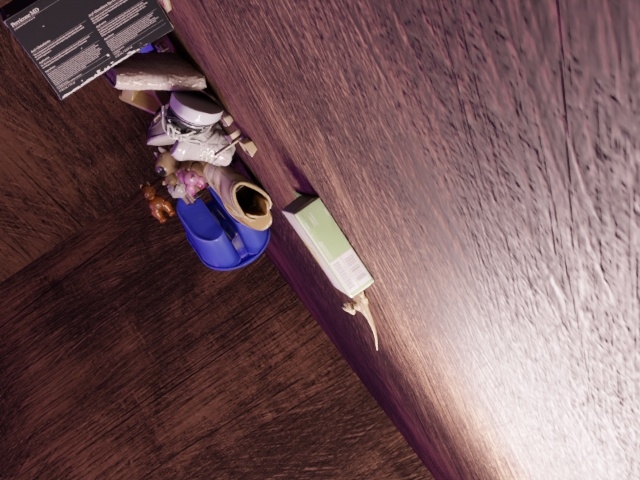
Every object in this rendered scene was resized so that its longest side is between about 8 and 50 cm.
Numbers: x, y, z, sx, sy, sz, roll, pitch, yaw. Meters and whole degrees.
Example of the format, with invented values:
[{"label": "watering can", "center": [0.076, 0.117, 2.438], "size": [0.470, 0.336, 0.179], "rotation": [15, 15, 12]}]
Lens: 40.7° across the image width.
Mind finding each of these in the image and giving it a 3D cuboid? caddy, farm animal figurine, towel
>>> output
[{"label": "caddy", "center": [-0.311, -0.049, 2.776], "size": [0.341, 0.241, 0.179], "rotation": [50, 168, 43]}, {"label": "farm animal figurine", "center": [-0.364, -0.216, 2.417], "size": [0.172, 0.330, 0.327], "rotation": [53, -157, -3]}, {"label": "towel", "center": [-0.361, -0.360, 1.808], "size": [0.282, 0.187, 0.049], "rotation": [-138, 49, -59]}]

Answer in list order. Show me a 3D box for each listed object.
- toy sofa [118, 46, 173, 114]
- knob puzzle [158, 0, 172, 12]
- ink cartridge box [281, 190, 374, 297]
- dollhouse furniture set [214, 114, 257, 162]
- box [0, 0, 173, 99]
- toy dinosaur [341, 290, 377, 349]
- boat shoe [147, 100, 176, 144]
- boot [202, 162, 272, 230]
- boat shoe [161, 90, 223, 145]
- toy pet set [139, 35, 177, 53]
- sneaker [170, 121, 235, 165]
[{"label": "toy sofa", "center": [-0.474, -0.497, 2.183], "size": [0.150, 0.177, 0.362], "rotation": [25, 161, 24]}, {"label": "knob puzzle", "center": [-0.321, -0.477, 1.496], "size": [0.213, 0.030, 0.213], "rotation": [54, 174, 9]}, {"label": "ink cartridge box", "center": [0.000, 0.000, 1.492], "size": [0.171, 0.056, 0.235], "rotation": [56, 172, -12]}, {"label": "dollhouse furniture set", "center": [-0.187, -0.193, 1.745], "size": [0.091, 0.081, 0.114], "rotation": [57, 174, -20]}, {"label": "box", "center": [-0.446, -0.424, 1.651], "size": [0.103, 0.261, 0.184], "rotation": [48, 170, 51]}, {"label": "toy dinosaur", "center": [0.074, 0.114, 1.630], "size": [0.183, 0.053, 0.092], "rotation": [61, -168, 18]}, {"label": "boat shoe", "center": [-0.373, -0.306, 2.210], "size": [0.305, 0.109, 0.091], "rotation": [-12, 89, 61]}, {"label": "boot", "center": [-0.178, -0.090, 2.218], "size": [0.203, 0.095, 0.262], "rotation": [37, 167, 52]}, {"label": "boat shoe", "center": [-0.281, -0.258, 1.811], "size": [0.113, 0.104, 0.306], "rotation": [17, -168, -22]}, {"label": "toy pet set", "center": [-0.377, -0.435, 1.996], "size": [0.114, 0.065, 0.122], "rotation": [59, 173, -31]}, {"label": "sneaker", "center": [-0.262, -0.219, 2.025], "size": [0.115, 0.090, 0.232], "rotation": [40, -154, 5]}]
